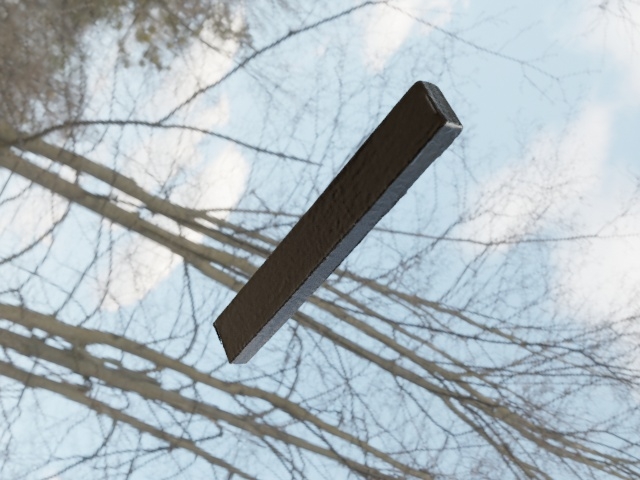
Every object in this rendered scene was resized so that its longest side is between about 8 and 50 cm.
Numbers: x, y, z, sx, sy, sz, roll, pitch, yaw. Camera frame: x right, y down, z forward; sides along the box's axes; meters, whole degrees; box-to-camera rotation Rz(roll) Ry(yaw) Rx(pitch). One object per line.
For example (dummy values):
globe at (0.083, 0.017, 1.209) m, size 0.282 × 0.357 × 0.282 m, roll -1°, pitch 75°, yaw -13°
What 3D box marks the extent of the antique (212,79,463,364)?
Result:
antique at (0.000, 0.000, 0.392) m, size 0.192 × 0.015 × 0.031 m, roll -49°, pitch -127°, yaw 35°
